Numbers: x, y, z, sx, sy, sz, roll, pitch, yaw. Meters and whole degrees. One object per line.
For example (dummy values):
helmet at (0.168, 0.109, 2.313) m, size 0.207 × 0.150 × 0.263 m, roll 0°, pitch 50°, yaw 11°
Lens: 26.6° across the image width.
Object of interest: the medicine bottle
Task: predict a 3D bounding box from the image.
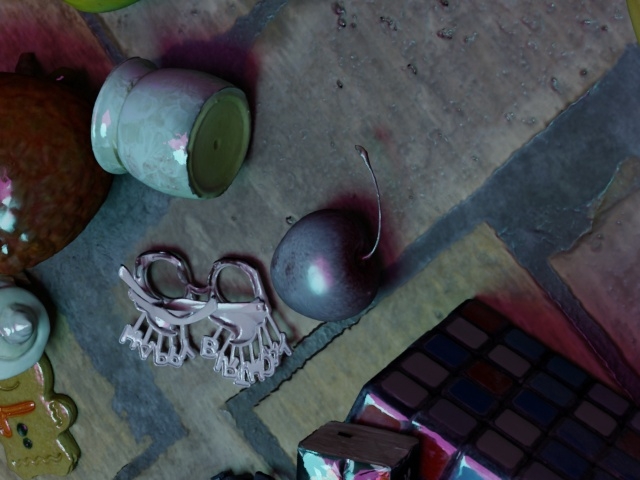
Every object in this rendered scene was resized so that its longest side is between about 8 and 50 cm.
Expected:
medicine bottle at (-0.173, -0.129, 1.569) m, size 0.143 × 0.147 × 0.147 m, roll 18°, pitch 113°, yaw 26°

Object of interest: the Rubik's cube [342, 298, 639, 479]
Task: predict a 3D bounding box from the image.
Rubik's cube at (0.164, 0.283, 1.437) m, size 0.287 × 0.293 × 0.292 m, roll 33°, pitch 120°, yaw 16°

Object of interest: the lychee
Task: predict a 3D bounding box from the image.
lychee at (-0.371, -0.099, 1.645) m, size 0.255 × 0.300 × 0.255 m, roll 13°, pitch 142°, yaw 10°

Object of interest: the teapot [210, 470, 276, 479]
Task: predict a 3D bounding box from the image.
teapot at (-0.117, 0.344, 1.731) m, size 0.177 × 0.087 × 0.096 m, roll -34°, pitch 63°, yaw 31°

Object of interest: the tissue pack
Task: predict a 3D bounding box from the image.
tissue pack at (0.033, 0.267, 1.280) m, size 0.103 × 0.090 × 0.170 m, roll 9°, pitch 110°, yaw 23°

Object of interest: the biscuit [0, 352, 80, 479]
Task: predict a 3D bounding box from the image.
biscuit at (-0.413, 0.224, 1.872) m, size 0.166 × 0.036 × 0.226 m, roll -10°, pitch 100°, yaw 31°

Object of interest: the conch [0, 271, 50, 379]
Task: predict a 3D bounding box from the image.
conch at (-0.473, 0.110, 1.795) m, size 0.255 × 0.127 × 0.158 m, roll -9°, pitch 79°, yaw 30°

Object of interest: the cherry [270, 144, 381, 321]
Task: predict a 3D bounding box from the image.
cherry at (-0.002, 0.000, 1.552) m, size 0.148 × 0.115 × 0.188 m, roll 169°, pitch 87°, yaw -69°

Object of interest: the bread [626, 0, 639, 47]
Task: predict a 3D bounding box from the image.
bread at (0.364, -0.161, 1.316) m, size 0.092 × 0.074 × 0.239 m, roll -19°, pitch 98°, yaw -4°

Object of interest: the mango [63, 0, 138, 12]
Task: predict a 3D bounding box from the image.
mango at (-0.227, -0.344, 1.567) m, size 0.237 × 0.091 × 0.137 m, roll -15°, pitch 103°, yaw 25°

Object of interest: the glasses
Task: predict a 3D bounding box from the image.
glasses at (-0.155, 0.107, 1.667) m, size 0.255 × 0.095 × 0.162 m, roll 7°, pitch 117°, yaw 28°
